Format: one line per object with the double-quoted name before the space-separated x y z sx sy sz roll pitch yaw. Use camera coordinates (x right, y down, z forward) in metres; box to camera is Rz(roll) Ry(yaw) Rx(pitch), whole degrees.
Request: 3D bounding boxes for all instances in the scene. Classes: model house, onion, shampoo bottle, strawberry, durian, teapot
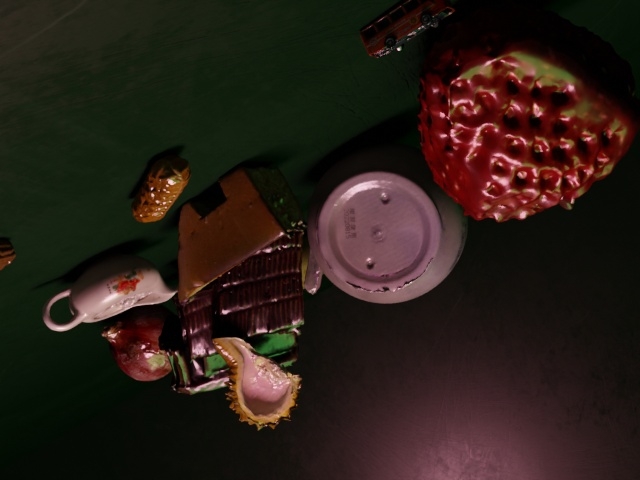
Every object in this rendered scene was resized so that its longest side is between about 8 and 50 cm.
"model house" -0.167 0.082 2.043 0.317 0.297 0.282 -12 137 -9
"onion" -0.364 0.200 2.181 0.159 0.159 0.195 -31 152 20
"shampoo bottle" 0.120 -0.033 1.881 0.273 0.273 0.266 -30 180 14
"strawberry" 0.257 -0.202 1.490 0.317 0.295 0.345 -14 145 26
"durian" -0.134 0.246 1.956 0.140 0.224 0.078 -50 -153 -23
"teapot" -0.331 0.077 1.684 0.226 0.092 0.145 -22 167 -32

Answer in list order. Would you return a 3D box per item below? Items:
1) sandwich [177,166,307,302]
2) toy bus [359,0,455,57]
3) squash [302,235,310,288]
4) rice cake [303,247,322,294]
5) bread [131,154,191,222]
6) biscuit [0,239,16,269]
"sandwich" -0.144 -0.012 1.652 0.235 0.128 0.122 -31 175 26
"toy bus" 0.099 -0.252 1.249 0.110 0.043 0.031 -30 169 24
"squash" -0.049 0.051 2.404 0.123 0.123 0.186 -35 173 39
"rice cake" 0.000 0.000 2.059 0.036 0.207 0.047 14 -171 21
"bread" -0.205 -0.064 1.386 0.052 0.044 0.157 -18 168 -28
"biscuit" -0.498 0.076 1.287 0.290 0.041 0.208 -26 173 -17
